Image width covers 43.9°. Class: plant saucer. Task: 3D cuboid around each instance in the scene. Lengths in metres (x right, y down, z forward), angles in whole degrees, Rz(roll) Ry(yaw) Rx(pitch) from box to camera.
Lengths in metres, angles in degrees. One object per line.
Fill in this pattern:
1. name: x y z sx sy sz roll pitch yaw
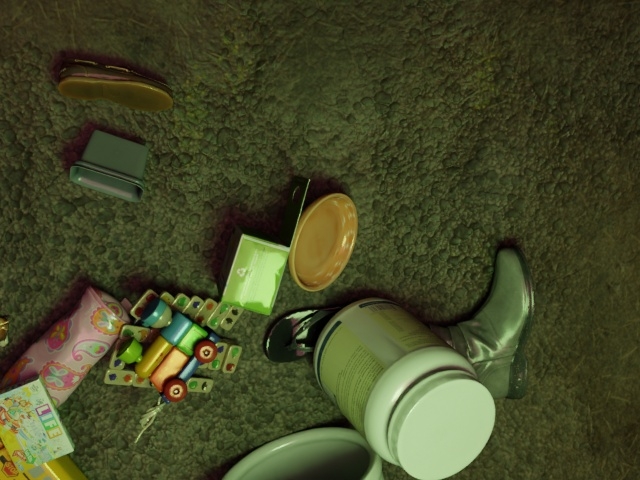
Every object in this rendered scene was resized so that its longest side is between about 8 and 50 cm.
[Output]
1. plant saucer: 0.000 0.000 1.541 0.200 0.037 0.200 -32 133 -42

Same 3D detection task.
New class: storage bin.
1. storage bin: -0.383 -0.139 1.474 0.135 0.098 0.091 19 67 -13

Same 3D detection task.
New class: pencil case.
1. pencil case: -0.475 0.213 1.490 0.124 0.124 0.284 43 88 -14

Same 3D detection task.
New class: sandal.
1. sandal: 0.005 0.177 1.608 0.254 0.054 0.097 -19 101 -8

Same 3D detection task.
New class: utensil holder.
1. utensil holder: 0.008 0.612 1.542 0.327 0.327 0.386 -20 104 -8

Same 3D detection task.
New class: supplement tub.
1. supplement tub: 0.150 0.271 1.488 0.235 0.325 0.236 -10 114 -23

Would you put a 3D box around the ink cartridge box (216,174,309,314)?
1. ink cartridge box: -0.111 -0.009 1.490 0.097 0.189 0.255 16 94 -11

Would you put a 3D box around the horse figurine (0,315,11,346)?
1. horse figurine: -0.716 0.223 1.469 0.263 0.066 0.175 4 105 -15

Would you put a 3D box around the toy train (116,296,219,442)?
1. toy train: -0.311 0.233 1.436 0.143 0.105 0.248 40 84 -21

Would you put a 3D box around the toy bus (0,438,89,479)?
1. toy bus: -0.544 0.457 1.514 0.130 0.108 0.333 -36 103 -5

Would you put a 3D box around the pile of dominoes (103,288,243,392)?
1. pile of dominoes: -0.265 0.199 1.512 0.251 0.040 0.196 14 98 -39

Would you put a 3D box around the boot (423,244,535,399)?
1. boot: 0.316 0.178 1.644 0.222 0.118 0.338 0 94 -6

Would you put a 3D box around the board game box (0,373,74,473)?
1. board game box: -0.522 0.329 1.426 0.103 0.026 0.154 -22 107 -8

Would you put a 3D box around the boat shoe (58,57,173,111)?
1. boat shoe: -0.372 -0.292 1.457 0.207 0.073 0.073 10 56 -18
